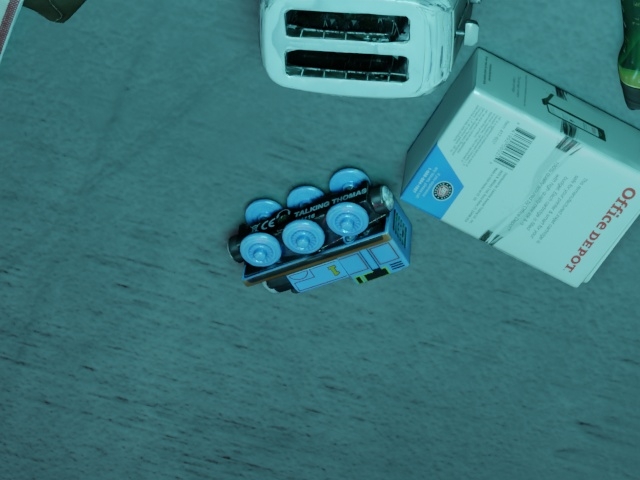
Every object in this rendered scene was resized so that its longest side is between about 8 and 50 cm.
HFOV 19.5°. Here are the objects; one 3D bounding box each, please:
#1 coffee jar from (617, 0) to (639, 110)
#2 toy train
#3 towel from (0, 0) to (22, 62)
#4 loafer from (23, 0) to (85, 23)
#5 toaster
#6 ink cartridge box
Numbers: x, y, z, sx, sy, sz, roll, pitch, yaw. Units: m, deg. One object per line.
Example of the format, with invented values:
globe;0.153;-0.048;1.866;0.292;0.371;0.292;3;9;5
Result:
coffee jar;0.313;-0.205;1.677;0.096;0.079;0.184;-3;124;8
toy train;0.000;0.000;1.875;0.184;0.080;0.105;-20;126;21
towel;-0.447;-0.242;1.741;0.329;0.037;0.237;23;150;-9
loafer;-0.319;-0.255;1.738;0.220;0.080;0.078;21;125;-7
toaster;0.031;-0.210;1.676;0.227;0.146;0.129;5;125;5
ink cartridge box;0.200;-0.068;1.788;0.203;0.086;0.148;26;124;-11
